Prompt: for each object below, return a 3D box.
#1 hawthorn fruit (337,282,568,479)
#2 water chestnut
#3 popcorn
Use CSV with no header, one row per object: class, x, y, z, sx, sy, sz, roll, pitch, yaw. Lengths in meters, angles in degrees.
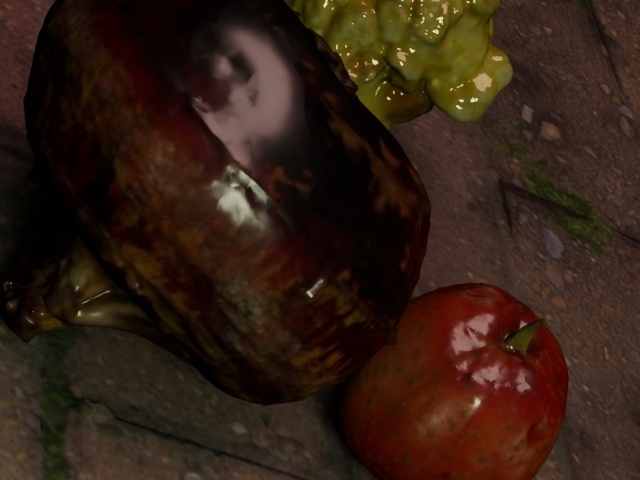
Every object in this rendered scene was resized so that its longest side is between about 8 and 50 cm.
hawthorn fruit,0.112,0.109,1.405,0.179,0.200,0.179,21,40,-19
water chestnut,-0.101,-0.032,1.313,0.350,0.302,0.350,50,-2,2
popcorn,0.056,-0.192,1.707,0.217,0.235,0.181,51,18,-16
